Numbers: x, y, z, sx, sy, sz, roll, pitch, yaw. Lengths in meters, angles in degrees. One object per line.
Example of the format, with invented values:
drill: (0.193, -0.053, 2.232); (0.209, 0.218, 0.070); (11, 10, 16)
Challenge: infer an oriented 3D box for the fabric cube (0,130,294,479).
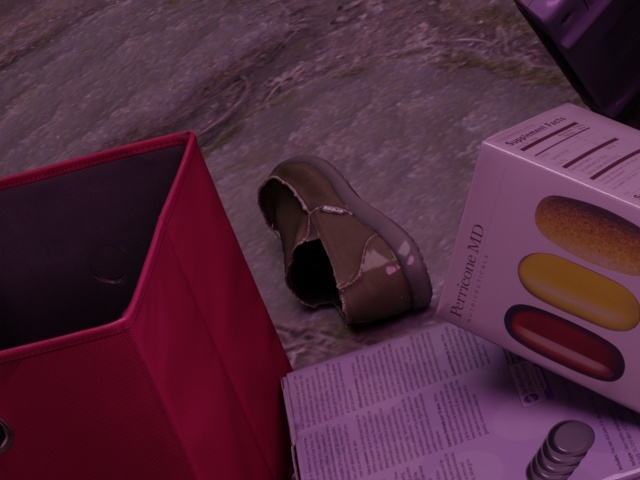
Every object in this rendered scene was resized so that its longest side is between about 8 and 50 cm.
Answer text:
fabric cube: (-0.180, 0.115, 1.295); (0.254, 0.258, 0.259); (-12, 29, 15)

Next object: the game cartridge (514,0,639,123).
game cartridge: (0.277, -0.224, 1.470); (0.230, 0.355, 0.068); (-45, 71, 6)

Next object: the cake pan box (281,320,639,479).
cake pan box: (0.104, 0.140, 1.258); (0.245, 0.070, 0.267); (-18, 28, 2)

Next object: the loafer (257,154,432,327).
loafer: (0.000, 0.000, 1.543); (0.087, 0.094, 0.251); (-26, 28, -17)

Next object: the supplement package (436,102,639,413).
supplement package: (0.222, 0.023, 1.186); (0.244, 0.139, 0.134); (24, 27, 25)
